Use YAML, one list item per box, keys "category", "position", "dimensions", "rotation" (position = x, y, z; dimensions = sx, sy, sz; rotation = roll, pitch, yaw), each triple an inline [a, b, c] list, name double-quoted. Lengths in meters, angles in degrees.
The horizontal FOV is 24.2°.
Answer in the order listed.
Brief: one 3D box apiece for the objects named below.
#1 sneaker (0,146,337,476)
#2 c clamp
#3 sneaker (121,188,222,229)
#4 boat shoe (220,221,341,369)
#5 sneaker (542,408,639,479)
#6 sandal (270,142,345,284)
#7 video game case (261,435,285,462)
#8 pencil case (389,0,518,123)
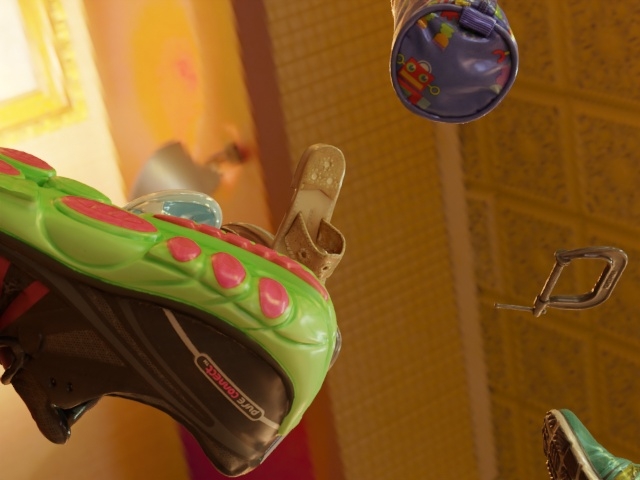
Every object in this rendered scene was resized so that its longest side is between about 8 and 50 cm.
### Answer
- category: "sneaker"
  position: [-0.229, 0.048, 1.185]
  dimensions: [0.482, 0.185, 0.202]
  rotation: [22, -78, 20]
- category: "c clamp"
  position: [0.310, 0.053, 1.885]
  dimensions: [0.161, 0.137, 0.022]
  rotation: [113, -19, -52]
- category: "sneaker"
  position: [-0.272, 0.023, 2.195]
  dimensions: [0.208, 0.319, 0.127]
  rotation: [-148, -139, -65]
- category: "boat shoe"
  position: [-0.094, 0.084, 2.357]
  dimensions: [0.324, 0.116, 0.123]
  rotation: [47, -53, 36]
- category: "sneaker"
  position: [0.371, 0.311, 1.818]
  dimensions: [0.275, 0.110, 0.107]
  rotation: [50, -26, 29]
- category: "sandal"
  position: [-0.006, -0.001, 1.890]
  dimensions: [0.079, 0.088, 0.240]
  rotation: [22, -78, 60]
- category: "video game case"
  position: [-0.081, 0.227, 1.972]
  dimensions: [0.011, 0.087, 0.122]
  rotation: [22, -27, 48]
- category: "pencil case"
  position: [0.131, -0.220, 1.512]
  dimensions: [0.306, 0.119, 0.133]
  rotation: [-84, -163, -67]
